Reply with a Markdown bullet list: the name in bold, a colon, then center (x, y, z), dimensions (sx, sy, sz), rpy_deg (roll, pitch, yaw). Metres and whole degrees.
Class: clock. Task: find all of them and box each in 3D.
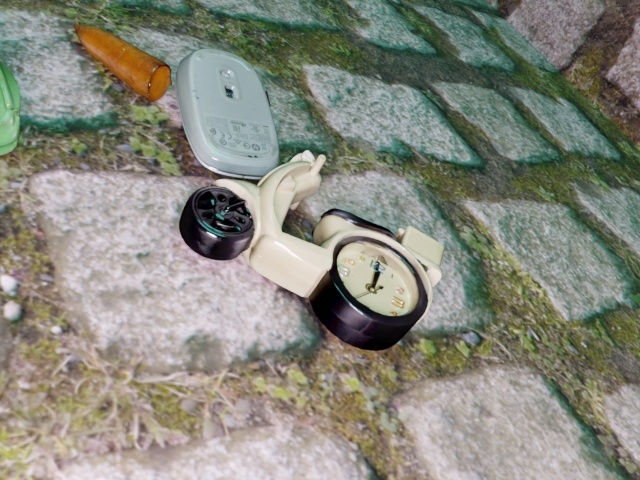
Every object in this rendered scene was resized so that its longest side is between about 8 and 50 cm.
- **clock**: center (0.000, 0.000, 1.029), dimensions (0.379, 0.120, 0.276), rpy_deg (34, 41, -4)

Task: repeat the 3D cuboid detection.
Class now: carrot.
- **carrot**: center (-0.355, -0.324, 1.189), dimensions (0.205, 0.072, 0.072), rpy_deg (35, 37, 9)

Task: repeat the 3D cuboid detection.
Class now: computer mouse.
- **computer mouse**: center (-0.166, -0.207, 1.161), dimensions (0.159, 0.097, 0.289), rpy_deg (5, 55, -32)

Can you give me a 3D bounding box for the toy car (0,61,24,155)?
- **toy car**: center (-0.532, -0.260, 0.905), dimensions (0.213, 0.176, 0.359), rpy_deg (-9, 52, -39)
